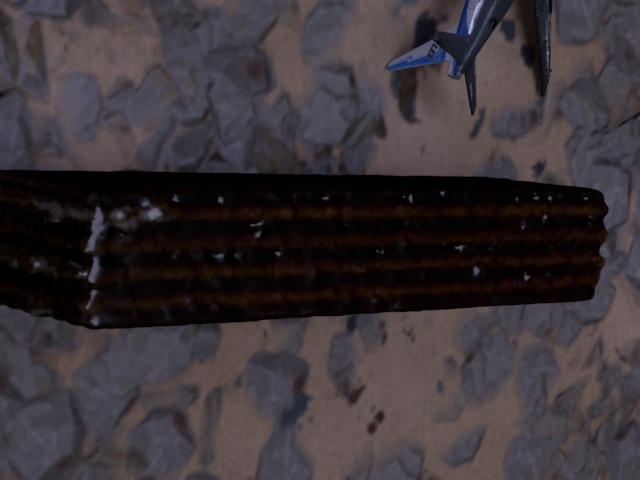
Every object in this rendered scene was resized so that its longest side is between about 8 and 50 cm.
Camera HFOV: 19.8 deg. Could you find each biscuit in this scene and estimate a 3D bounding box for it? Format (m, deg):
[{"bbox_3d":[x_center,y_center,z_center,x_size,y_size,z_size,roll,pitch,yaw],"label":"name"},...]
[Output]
[{"bbox_3d":[0.000,0.000,1.014,0.388,0.107,0.073,0,98,-41],"label":"biscuit"}]

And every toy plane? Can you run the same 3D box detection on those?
[{"bbox_3d":[0.120,-0.184,1.111,0.226,0.058,0.226,-57,146,-16],"label":"toy plane"}]
